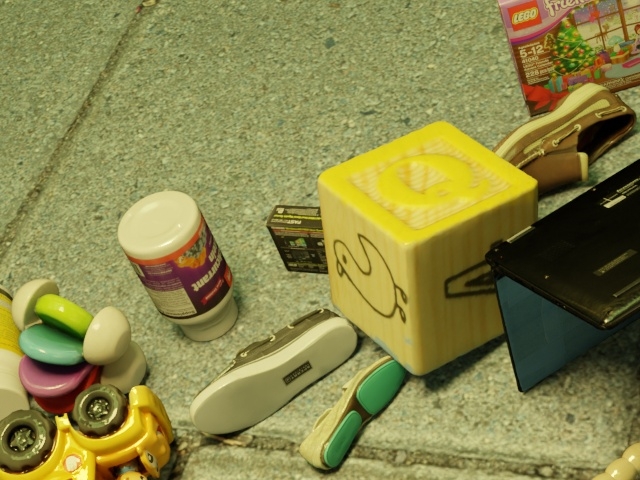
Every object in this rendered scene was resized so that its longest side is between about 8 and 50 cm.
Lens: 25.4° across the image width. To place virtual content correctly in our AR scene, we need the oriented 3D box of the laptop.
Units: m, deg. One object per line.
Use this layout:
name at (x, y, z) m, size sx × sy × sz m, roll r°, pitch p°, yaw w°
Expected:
laptop at (0.390, 0.023, 1.429) m, size 0.382 × 0.236 × 0.408 m, roll -32°, pitch 18°, yaw -8°

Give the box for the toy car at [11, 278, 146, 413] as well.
toy car at (-0.319, 0.145, 1.778) m, size 0.159 × 0.182 × 0.136 m, roll 22°, pitch 62°, yaw 21°

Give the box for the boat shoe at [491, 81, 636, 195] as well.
boat shoe at (0.303, -0.109, 1.818) m, size 0.257 × 0.095 × 0.095 m, roll -41°, pitch 51°, yaw -18°

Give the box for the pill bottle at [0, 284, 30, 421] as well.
pill bottle at (-0.444, 0.157, 1.862) m, size 0.119 × 0.119 × 0.208 m, roll -25°, pitch 42°, yaw -1°

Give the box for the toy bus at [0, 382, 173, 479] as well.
toy bus at (-0.269, 0.296, 1.641) m, size 0.220 × 0.149 × 0.211 m, roll -20°, pitch 56°, yaw 0°

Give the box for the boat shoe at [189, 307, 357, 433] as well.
boat shoe at (-0.066, 0.152, 1.732) m, size 0.228 × 0.080 × 0.076 m, roll -33°, pitch 37°, yaw -11°

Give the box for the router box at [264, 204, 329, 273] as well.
router box at (0.000, 0.000, 1.841) m, size 0.122 × 0.092 × 0.038 m, roll 4°, pitch 49°, yaw 26°

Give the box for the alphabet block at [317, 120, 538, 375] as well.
alphabet block at (0.130, 0.006, 1.672) m, size 0.193 × 0.197 × 0.192 m, roll -26°, pitch 40°, yaw -24°

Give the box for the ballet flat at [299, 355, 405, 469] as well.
ballet flat at (0.034, 0.194, 1.662) m, size 0.052 × 0.057 × 0.168 m, roll 13°, pitch 53°, yaw 46°

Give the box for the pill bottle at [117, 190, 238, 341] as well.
pill bottle at (-0.173, 0.039, 1.804) m, size 0.108 × 0.193 × 0.108 m, roll -12°, pitch 44°, yaw 12°

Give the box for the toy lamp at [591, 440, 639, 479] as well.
toy lamp at (0.318, 0.239, 1.473) m, size 0.275 × 0.080 × 0.080 m, roll -36°, pitch 44°, yaw -14°

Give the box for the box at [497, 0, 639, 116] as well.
box at (0.393, -0.292, 1.878) m, size 0.293 × 0.201 × 0.057 m, roll -16°, pitch 43°, yaw 9°
